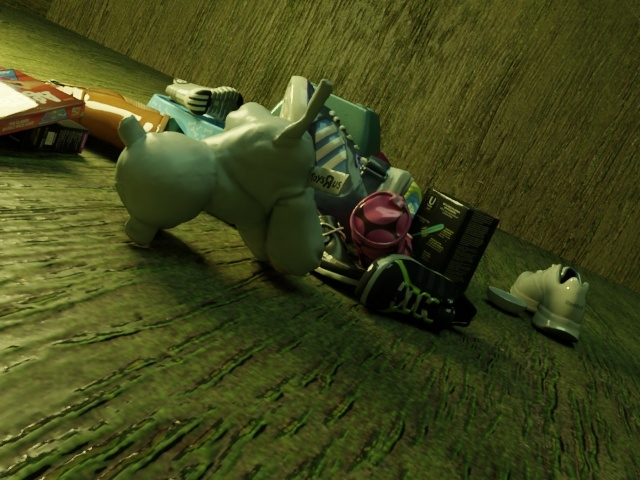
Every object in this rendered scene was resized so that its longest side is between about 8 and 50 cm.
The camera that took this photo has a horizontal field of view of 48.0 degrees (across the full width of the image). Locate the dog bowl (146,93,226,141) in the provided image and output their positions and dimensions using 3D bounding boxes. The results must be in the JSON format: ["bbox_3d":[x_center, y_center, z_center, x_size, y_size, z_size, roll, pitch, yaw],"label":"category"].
[{"bbox_3d":[-0.303,-0.271,1.740,0.297,0.074,0.166,30,12,24],"label":"dog bowl"}]

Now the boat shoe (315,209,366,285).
[{"bbox_3d":[0.000,0.000,1.102,0.084,0.079,0.233,18,14,-35],"label":"boat shoe"}]

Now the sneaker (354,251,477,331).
[{"bbox_3d":[0.150,0.080,1.023,0.235,0.084,0.097,12,19,-46],"label":"sneaker"}]

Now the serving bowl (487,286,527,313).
[{"bbox_3d":[0.364,0.122,1.416,0.083,0.027,0.083,23,11,-5],"label":"serving bowl"}]

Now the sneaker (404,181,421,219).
[{"bbox_3d":[0.149,-0.071,1.695,0.240,0.091,0.126,-12,68,-25],"label":"sneaker"}]

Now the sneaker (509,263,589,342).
[{"bbox_3d":[0.477,0.107,1.463,0.111,0.129,0.297,21,10,-6],"label":"sneaker"}]

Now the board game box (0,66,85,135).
[{"bbox_3d":[-0.461,-0.184,0.960,0.145,0.027,0.281,26,24,10],"label":"board game box"}]

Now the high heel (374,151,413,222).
[{"bbox_3d":[0.153,-0.068,1.465,0.082,0.117,0.244,-7,-35,33],"label":"high heel"}]

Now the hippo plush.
[{"bbox_3d":[-0.127,-0.050,0.885,0.237,0.234,0.294,-14,10,-20],"label":"hippo plush"}]

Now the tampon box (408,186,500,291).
[{"bbox_3d":[0.246,-0.002,1.398,0.102,0.160,0.120,15,15,-39],"label":"tampon box"}]

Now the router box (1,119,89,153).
[{"bbox_3d":[-0.466,-0.191,1.095,0.179,0.046,0.133,28,11,17],"label":"router box"}]

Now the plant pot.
[{"bbox_3d":[-0.003,-0.181,1.483,0.247,0.252,0.248,25,11,10],"label":"plant pot"}]

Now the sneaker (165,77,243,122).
[{"bbox_3d":[-0.290,-0.352,1.743,0.132,0.086,0.229,26,12,21],"label":"sneaker"}]

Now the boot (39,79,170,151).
[{"bbox_3d":[-0.375,-0.206,1.212,0.220,0.109,0.283,14,22,-24],"label":"boot"}]

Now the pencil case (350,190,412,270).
[{"bbox_3d":[0.098,-0.005,1.088,0.095,0.098,0.209,52,-5,16],"label":"pencil case"}]

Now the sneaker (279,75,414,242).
[{"bbox_3d":[0.050,-0.145,1.316,0.237,0.322,0.130,4,-25,-15],"label":"sneaker"}]
